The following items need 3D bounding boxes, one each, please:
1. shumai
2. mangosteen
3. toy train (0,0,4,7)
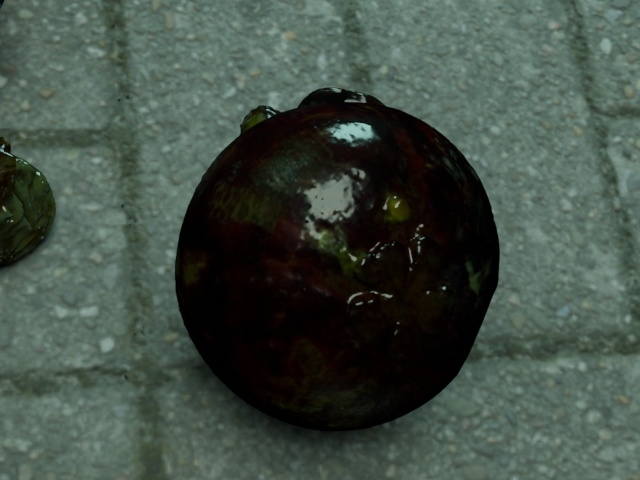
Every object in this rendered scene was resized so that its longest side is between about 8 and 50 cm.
[{"bbox_3d":[-0.257,-0.033,0.957,0.124,0.087,0.099,-16,71,-15],"label":"shumai"},{"bbox_3d":[0.000,0.000,0.945,0.231,0.231,0.289,-11,28,-15],"label":"mangosteen"},{"bbox_3d":[-0.362,-0.135,0.945,0.202,0.131,0.299,6,61,21],"label":"toy train"}]
